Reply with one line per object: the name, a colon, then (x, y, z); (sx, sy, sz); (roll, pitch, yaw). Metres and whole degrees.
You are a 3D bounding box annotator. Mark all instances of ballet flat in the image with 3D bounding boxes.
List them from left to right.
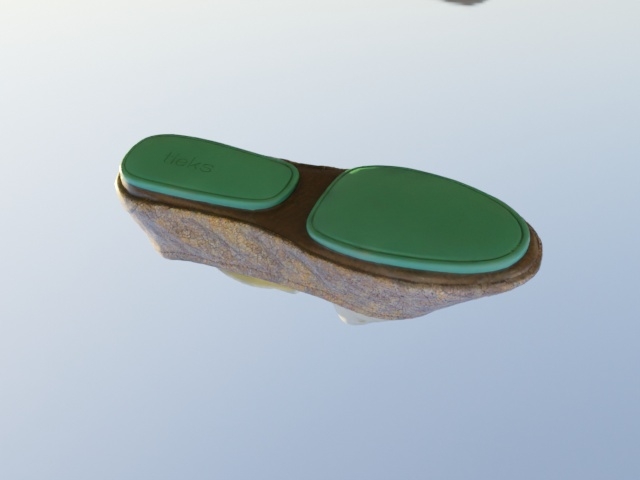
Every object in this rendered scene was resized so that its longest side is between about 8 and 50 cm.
ballet flat: (0.000, 0.000, 0.591); (0.315, 0.106, 0.107); (17, -133, 28)
